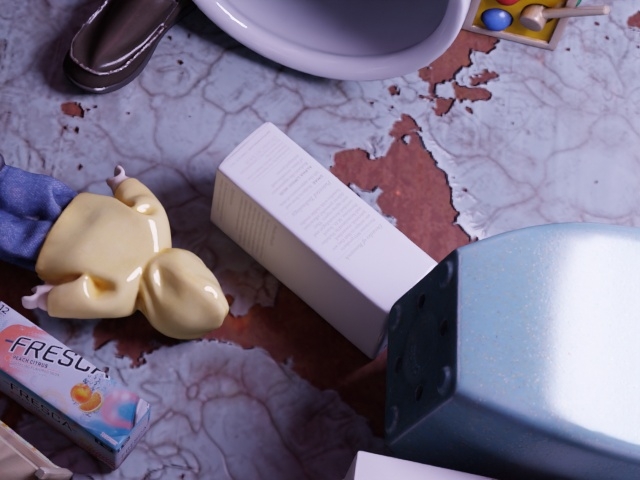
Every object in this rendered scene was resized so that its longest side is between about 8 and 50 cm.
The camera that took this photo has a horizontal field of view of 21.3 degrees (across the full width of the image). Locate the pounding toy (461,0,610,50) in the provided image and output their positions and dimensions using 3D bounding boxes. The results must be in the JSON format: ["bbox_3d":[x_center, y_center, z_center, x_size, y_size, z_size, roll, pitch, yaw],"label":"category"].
[{"bbox_3d":[0.238,-0.269,1.868,0.141,0.130,0.100,13,61,-1],"label":"pounding toy"}]

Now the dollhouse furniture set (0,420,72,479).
[{"bbox_3d":[-0.299,0.264,1.546,0.182,0.101,0.161,37,88,11],"label":"dollhouse furniture set"}]

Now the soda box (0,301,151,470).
[{"bbox_3d":[-0.250,0.138,1.615,0.183,0.063,0.058,33,63,9],"label":"soda box"}]

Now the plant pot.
[{"bbox_3d":[0.199,0.124,1.550,0.252,0.247,0.247,14,60,-20],"label":"plant pot"}]

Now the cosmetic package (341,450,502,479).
[{"bbox_3d":[0.182,0.318,1.510,0.366,0.197,0.155,10,62,-1],"label":"cosmetic package"}]

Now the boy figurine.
[{"bbox_3d":[-0.216,0.006,1.676,0.285,0.092,0.177,23,61,3],"label":"boy figurine"}]

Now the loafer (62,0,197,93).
[{"bbox_3d":[-0.198,-0.248,1.821,0.080,0.078,0.220,33,62,9],"label":"loafer"}]

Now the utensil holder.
[{"bbox_3d":[0.052,-0.419,1.804,0.328,0.327,0.385,21,57,3],"label":"utensil holder"}]

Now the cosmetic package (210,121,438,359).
[{"bbox_3d":[0.000,0.000,1.697,0.231,0.117,0.085,40,65,12],"label":"cosmetic package"}]
